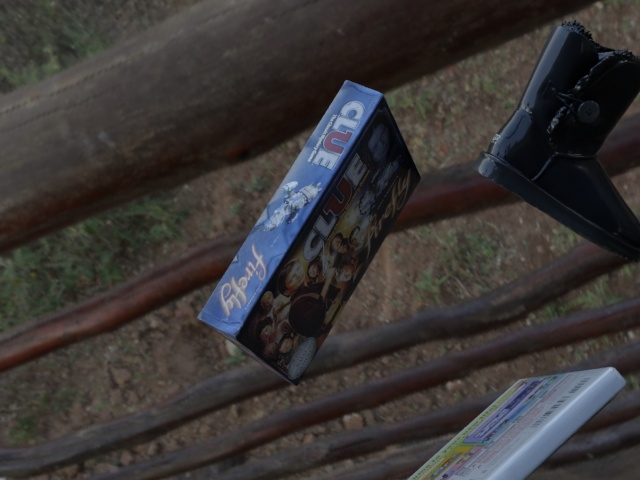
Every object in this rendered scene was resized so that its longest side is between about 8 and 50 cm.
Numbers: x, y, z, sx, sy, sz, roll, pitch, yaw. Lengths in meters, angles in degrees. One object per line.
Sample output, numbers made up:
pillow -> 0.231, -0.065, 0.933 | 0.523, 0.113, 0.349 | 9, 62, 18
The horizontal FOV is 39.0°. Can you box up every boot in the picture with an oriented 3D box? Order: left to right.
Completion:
boot -> 0.325, -0.112, 1.046 | 0.207, 0.246, 0.094 | -58, 11, 10

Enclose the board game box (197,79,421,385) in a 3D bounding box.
board game box -> 0.000, 0.000, 0.821 | 0.042, 0.165, 0.243 | 26, 78, 26

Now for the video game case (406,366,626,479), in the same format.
video game case -> 0.143, 0.188, 0.784 | 0.212, 0.193, 0.023 | -38, 87, -15
